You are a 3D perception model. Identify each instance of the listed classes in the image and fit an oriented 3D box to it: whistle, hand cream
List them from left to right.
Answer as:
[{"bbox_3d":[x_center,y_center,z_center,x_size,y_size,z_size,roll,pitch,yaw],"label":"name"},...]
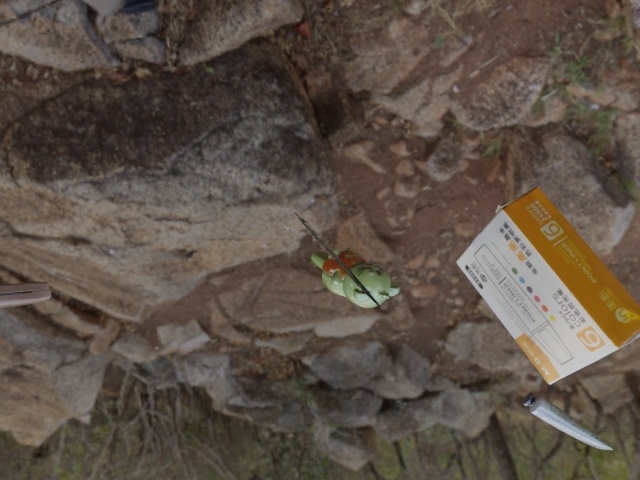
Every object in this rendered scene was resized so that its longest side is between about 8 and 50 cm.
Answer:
[{"bbox_3d":[0.074,0.084,1.659,0.131,0.288,0.106,-8,115,-35],"label":"whistle"},{"bbox_3d":[0.519,0.385,1.424,0.194,0.042,0.067,32,160,2],"label":"hand cream"}]

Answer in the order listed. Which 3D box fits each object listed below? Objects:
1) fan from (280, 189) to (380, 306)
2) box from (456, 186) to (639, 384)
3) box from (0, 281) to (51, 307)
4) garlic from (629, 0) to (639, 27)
[{"bbox_3d":[-0.001,0.000,1.274,0.012,0.415,0.233,-41,124,1],"label":"fan"},{"bbox_3d":[0.363,0.079,1.088,0.091,0.274,0.221,-29,161,-21],"label":"box"},{"bbox_3d":[-0.372,0.066,0.778,0.048,0.025,0.115,-17,172,27],"label":"box"},{"bbox_3d":[0.519,-0.363,0.968,0.147,0.159,0.102,2,-172,2],"label":"garlic"}]
